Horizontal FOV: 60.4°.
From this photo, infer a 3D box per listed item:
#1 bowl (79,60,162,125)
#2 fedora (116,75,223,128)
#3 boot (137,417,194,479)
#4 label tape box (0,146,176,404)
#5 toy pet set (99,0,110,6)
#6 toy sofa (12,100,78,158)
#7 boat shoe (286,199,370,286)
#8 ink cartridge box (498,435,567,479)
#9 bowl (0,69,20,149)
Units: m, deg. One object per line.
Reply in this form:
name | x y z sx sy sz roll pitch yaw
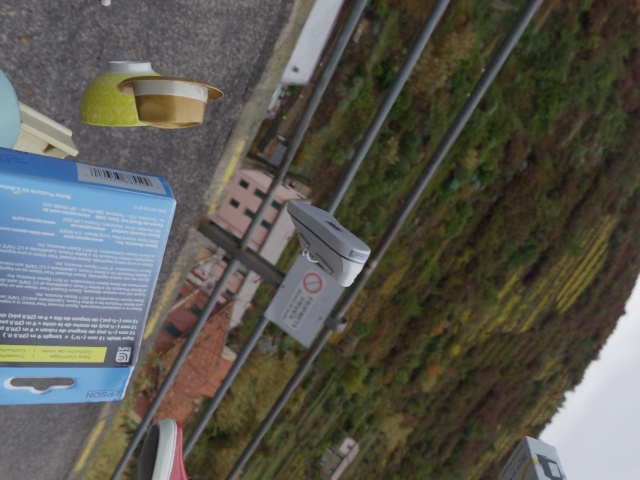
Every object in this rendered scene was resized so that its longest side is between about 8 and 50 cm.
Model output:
bowl | -0.528 -0.420 1.542 0.289 0.290 0.156 -31 127 -55
fedora | -0.281 -0.255 1.036 0.194 0.194 0.079 -7 99 -69
boot | -0.181 0.385 0.825 0.088 0.176 0.244 6 -89 64
label tape box | -0.373 0.062 0.778 0.249 0.115 0.347 8 113 -30
toy pet set | -0.369 -0.404 0.833 0.065 0.122 0.114 -41 -150 43
toy sofa | -0.779 -0.159 1.359 0.362 0.177 0.150 -49 139 9
boat shoe | 0.000 0.000 1.070 0.096 0.267 0.088 12 108 -39
ink cartridge box | 0.418 0.495 1.074 0.175 0.072 0.127 -71 -179 -68
bowl | -0.706 -0.253 1.049 0.163 0.312 0.311 -50 165 -55
